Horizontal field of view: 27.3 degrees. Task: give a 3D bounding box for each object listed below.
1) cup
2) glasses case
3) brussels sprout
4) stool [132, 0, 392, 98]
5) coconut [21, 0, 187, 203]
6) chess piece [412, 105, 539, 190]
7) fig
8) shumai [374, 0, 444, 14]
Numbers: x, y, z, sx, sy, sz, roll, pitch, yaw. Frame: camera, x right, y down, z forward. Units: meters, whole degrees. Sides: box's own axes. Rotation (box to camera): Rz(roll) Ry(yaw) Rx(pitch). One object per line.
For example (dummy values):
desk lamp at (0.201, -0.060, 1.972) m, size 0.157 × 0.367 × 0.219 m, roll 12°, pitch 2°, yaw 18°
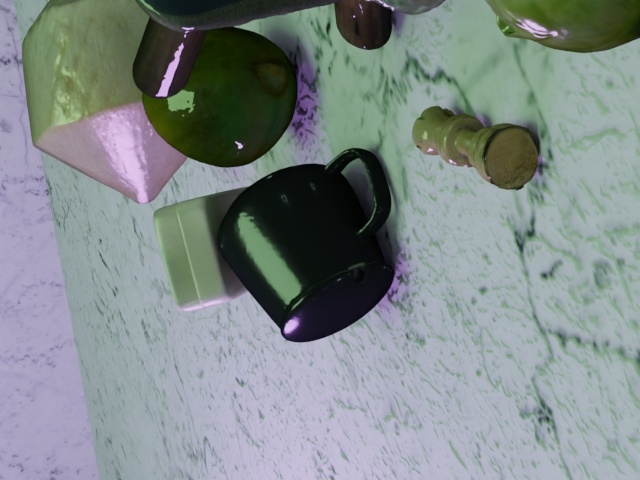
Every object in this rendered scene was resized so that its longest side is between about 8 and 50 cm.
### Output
cup at (0.000, 0.000, 1.492) m, size 0.223 × 0.169 × 0.176 m, roll -45°, pitch 61°, yaw 31°
glasses case at (-0.121, 0.004, 1.677) m, size 0.313 × 0.070 × 0.131 m, roll -24°, pitch -80°, yaw -77°
brussels sprout at (0.186, -0.191, 0.901) m, size 0.122 × 0.149 × 0.151 m, roll 52°, pitch 169°, yaw 13°
stool at (-0.067, -0.313, 1.243) m, size 0.226 × 0.311 × 0.310 m, roll 116°, pitch 137°, yaw -69°
coconut at (-0.279, -0.210, 1.877) m, size 0.329 × 0.329 × 0.328 m, roll 165°, pitch 90°, yaw -69°
chess piece at (0.134, -0.091, 1.216) m, size 0.172 × 0.060 × 0.060 m, roll -148°, pitch 47°, yaw -64°
fig at (-0.115, -0.181, 1.612) m, size 0.191 × 0.181 × 0.181 m, roll -13°, pitch 92°, yaw 47°
shumai at (0.080, -0.328, 1.004) m, size 0.260 × 0.225 × 0.222 m, roll -57°, pitch 31°, yaw 35°
